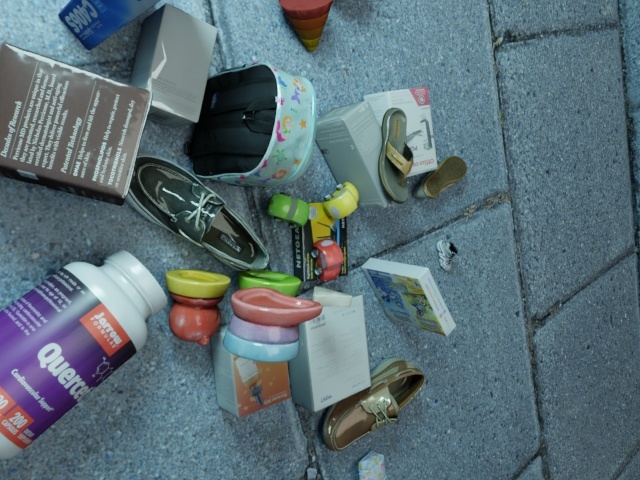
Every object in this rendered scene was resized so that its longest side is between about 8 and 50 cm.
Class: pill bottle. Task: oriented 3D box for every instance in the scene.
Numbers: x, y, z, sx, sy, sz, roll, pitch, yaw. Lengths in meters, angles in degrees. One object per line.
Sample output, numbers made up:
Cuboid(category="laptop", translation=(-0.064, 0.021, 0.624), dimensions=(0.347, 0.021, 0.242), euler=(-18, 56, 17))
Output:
Cuboid(category="pill bottle", translation=(-0.405, 0.158, 0.807), dimensions=(0.323, 0.182, 0.181), euler=(-43, 118, -28))

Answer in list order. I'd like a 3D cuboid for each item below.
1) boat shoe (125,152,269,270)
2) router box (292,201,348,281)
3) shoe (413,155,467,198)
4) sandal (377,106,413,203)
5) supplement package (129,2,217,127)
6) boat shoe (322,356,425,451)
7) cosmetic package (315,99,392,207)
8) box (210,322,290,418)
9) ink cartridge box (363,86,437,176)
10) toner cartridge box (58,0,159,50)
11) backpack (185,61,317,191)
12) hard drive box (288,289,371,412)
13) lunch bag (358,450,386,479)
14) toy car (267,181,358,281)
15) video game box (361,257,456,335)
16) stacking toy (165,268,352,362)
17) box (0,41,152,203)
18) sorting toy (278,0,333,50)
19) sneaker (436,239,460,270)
Cuboid(category="boat shoe", translation=(-0.222, -0.052, 0.981), dimensions=(0.335, 0.119, 0.121), euler=(37, 71, -33))
Cuboid(category="router box", translation=(0.000, 0.000, 1.210), dimensions=(0.133, 0.046, 0.178), euler=(-6, 97, -38))
Cuboid(category="shoe", translation=(0.339, -0.178, 1.474), dimensions=(0.219, 0.058, 0.076), euler=(-35, 93, -36))
Cuboid(category="sandal", translation=(0.181, -0.194, 1.177), dimensions=(0.090, 0.060, 0.219), euler=(6, 86, -41))
Cuboid(category="supplement package", translation=(-0.270, -0.308, 0.936), dimensions=(0.105, 0.105, 0.179), euler=(14, 85, -38))
Cuboid(category="boat shoe", translation=(0.140, 0.406, 1.303), dimensions=(0.324, 0.116, 0.123), euler=(-35, 114, -32))
Cuboid(category="cosmetic package", translation=(0.090, -0.196, 1.221), dimensions=(0.107, 0.127, 0.237), euler=(-41, 115, -32))
Cuboid(category="box", translation=(-0.145, 0.257, 1.081), dimensions=(0.130, 0.091, 0.170), euler=(-11, 99, -38))
Cuboid(category="ink cartridge box", translation=(0.207, -0.272, 1.333), dimensions=(0.159, 0.092, 0.217), euler=(-18, 106, -37))
Cuboid(category="toner cartridge box", translation=(-0.263, -0.396, 0.781), dimensions=(0.165, 0.348, 0.075), euler=(-52, 123, -23))
Cuboid(category="backpack", translation=(-0.113, -0.208, 0.973), dimensions=(0.191, 0.254, 0.225), euler=(9, 87, -39))
Cuboid(category="hard drive box", translation=(0.017, 0.251, 1.213), dimensions=(0.181, 0.089, 0.232), euler=(-11, 99, -38))
Cuboid(category="lunch bag", translation=(0.128, 0.601, 1.349), dimensions=(0.083, 0.053, 0.071), euler=(-25, 111, -45))
Cuboid(category="toy car", translation=(-0.012, -0.043, 1.135), dimensions=(0.225, 0.053, 0.238), euler=(21, 80, -36))
Cuboid(category="video game box", translation=(0.215, 0.137, 1.293), dimensions=(0.048, 0.205, 0.187), euler=(-44, 118, -24))
Cuboid(category="stacking toy", translation=(-0.118, 0.147, 0.988), dimensions=(0.280, 0.309, 0.130), euler=(1, 100, -49))
Cuboid(category="box", translation=(-0.380, -0.161, 0.787), dimensions=(0.203, 0.168, 0.166), euler=(14, 84, -21))
Cuboid(category="sorting toy", translation=(0.050, -0.552, 1.204), dimensions=(0.365, 0.127, 0.126), euler=(-45, 148, -31))
Cuboid(category="sneaker", translation=(0.376, 0.046, 1.502), dimensions=(0.038, 0.069, 0.098), euler=(-34, 113, -32))
